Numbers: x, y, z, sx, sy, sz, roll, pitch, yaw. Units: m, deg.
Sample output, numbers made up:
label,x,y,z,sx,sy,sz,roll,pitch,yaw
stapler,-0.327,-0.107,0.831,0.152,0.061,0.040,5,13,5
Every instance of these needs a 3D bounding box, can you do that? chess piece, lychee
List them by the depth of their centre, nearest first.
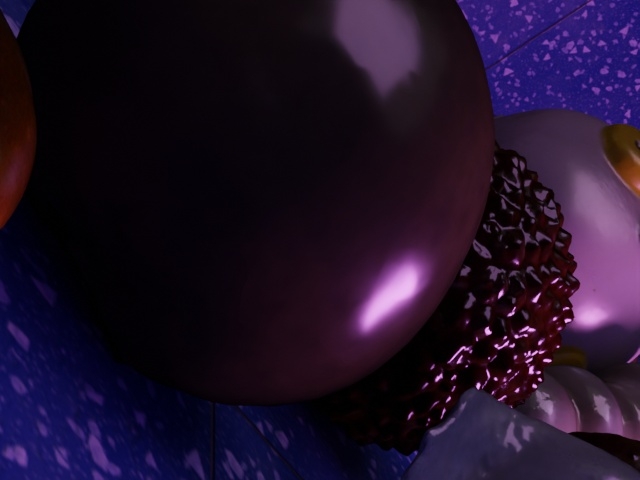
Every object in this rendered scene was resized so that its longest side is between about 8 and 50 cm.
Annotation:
label,x,y,z,sx,sy,sz,roll,pitch,yaw
lychee,0.074,0.038,1.246,0.264,0.300,0.264,10,66,-23
chess piece,0.256,0.199,1.573,0.330,0.182,0.182,12,43,-44

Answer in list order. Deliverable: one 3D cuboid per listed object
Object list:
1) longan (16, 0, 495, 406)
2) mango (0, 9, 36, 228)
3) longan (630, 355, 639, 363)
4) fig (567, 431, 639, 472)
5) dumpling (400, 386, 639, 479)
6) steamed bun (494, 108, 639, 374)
label,x,y,z,sx,sy,sz,roll,pitch,yaw
longan,-0.041,-0.060,0.966,0.319,0.319,0.319,52,14,-19
mango,-0.215,-0.098,0.799,0.133,0.111,0.268,15,43,-47
longan,0.325,0.130,2.035,0.198,0.198,0.212,57,29,-1
fig,0.233,0.319,1.347,0.217,0.216,0.321,-108,-178,-48
dumpling,0.155,0.285,1.094,0.320,0.270,0.212,33,-9,0
steamed bun,0.255,0.012,1.780,0.334,0.334,0.374,59,29,7
